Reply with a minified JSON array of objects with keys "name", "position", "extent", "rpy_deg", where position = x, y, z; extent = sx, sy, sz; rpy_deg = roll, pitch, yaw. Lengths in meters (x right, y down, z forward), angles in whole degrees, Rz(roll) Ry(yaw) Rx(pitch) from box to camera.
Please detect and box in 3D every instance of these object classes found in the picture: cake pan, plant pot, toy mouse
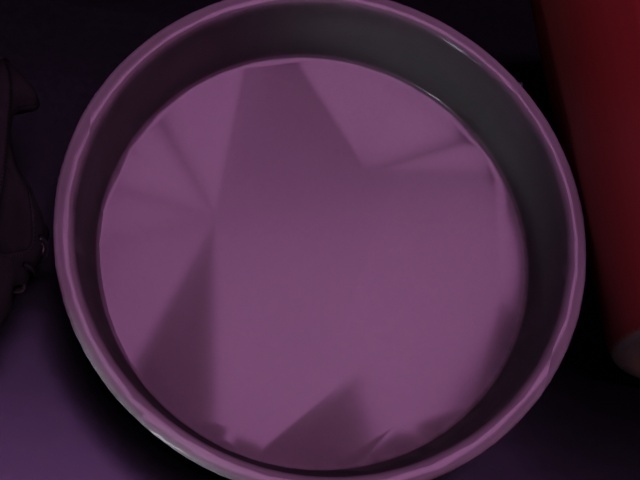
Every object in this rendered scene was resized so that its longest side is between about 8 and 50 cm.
[{"name":"cake pan","position":[0.000,0.000,0.756],"extent":[0.293,0.054,0.293],"rpy_deg":[3,70,-8]},{"name":"plant pot","position":[0.261,-0.049,0.782],"extent":[0.274,0.275,0.243],"rpy_deg":[7,71,-14]},{"name":"toy mouse","position":[0.065,-0.060,0.843],"extent":[0.143,0.031,0.161],"rpy_deg":[32,59,-1]}]

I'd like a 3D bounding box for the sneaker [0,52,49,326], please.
[{"name":"sneaker","position":[-0.197,0.022,0.677],"extent":[0.130,0.109,0.286],"rpy_deg":[20,73,-49]}]
